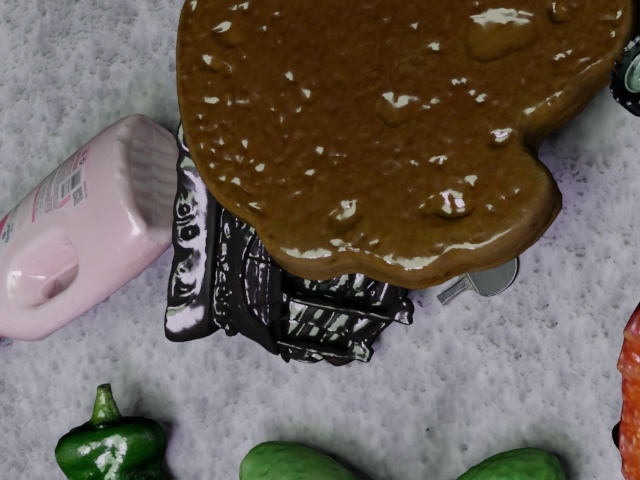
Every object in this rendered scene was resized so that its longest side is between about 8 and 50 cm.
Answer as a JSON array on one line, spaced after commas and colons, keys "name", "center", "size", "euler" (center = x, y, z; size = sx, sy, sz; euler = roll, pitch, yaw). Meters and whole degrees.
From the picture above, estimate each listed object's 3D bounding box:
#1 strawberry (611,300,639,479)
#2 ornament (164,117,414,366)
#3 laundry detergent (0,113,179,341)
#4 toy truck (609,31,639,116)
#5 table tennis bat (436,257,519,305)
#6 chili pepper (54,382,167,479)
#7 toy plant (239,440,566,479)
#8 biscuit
[{"name": "strawberry", "center": [0.323, 0.164, 1.492], "size": [0.233, 0.137, 0.306], "euler": [48, 146, 39]}, {"name": "ornament", "center": [0.000, 0.000, 1.679], "size": [0.260, 0.106, 0.251], "euler": [15, 112, 21]}, {"name": "laundry detergent", "center": [-0.252, 0.018, 1.824], "size": [0.335, 0.088, 0.159], "euler": [-36, 44, 37]}, {"name": "toy truck", "center": [0.324, -0.142, 1.426], "size": [0.208, 0.113, 0.126], "euler": [-18, 50, 46]}, {"name": "table tennis bat", "center": [0.130, 0.028, 1.645], "size": [0.083, 0.007, 0.050], "euler": [-39, 77, 29]}, {"name": "chili pepper", "center": [-0.176, 0.265, 1.826], "size": [0.136, 0.099, 0.270], "euler": [-6, 101, 58]}, {"name": "toy plant", "center": [0.046, 0.344, 1.635], "size": [0.317, 0.210, 0.356], "euler": [-5, 82, 35]}, {"name": "biscuit", "center": [0.067, -0.138, 1.565], "size": [0.381, 0.074, 0.359], "euler": [-8, 75, 14]}]
